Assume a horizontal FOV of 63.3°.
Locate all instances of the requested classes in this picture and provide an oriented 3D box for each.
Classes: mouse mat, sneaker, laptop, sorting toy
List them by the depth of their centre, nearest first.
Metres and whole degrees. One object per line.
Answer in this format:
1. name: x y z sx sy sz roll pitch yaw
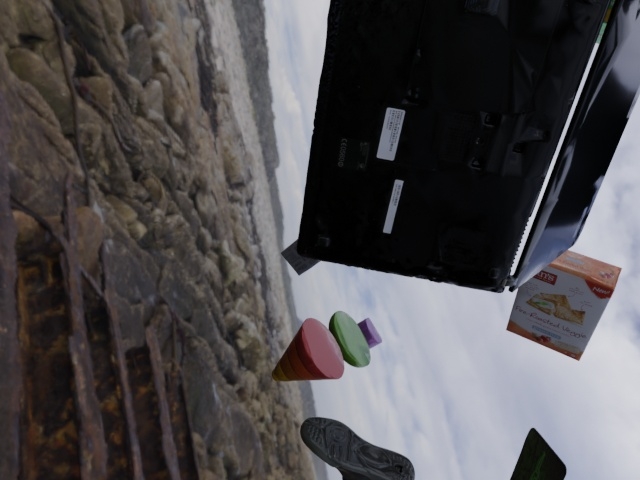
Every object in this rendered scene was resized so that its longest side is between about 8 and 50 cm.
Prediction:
1. laptop: 0.133 -0.093 0.407 0.136 0.264 0.234 -76 175 -63
2. mouse mat: 0.331 0.412 0.832 0.152 0.007 0.190 -52 160 -85
3. sneaker: 0.049 0.421 0.977 0.130 0.227 0.087 -58 -171 36
4. sorting toy: 0.012 0.230 1.069 0.127 0.126 0.365 61 20 14

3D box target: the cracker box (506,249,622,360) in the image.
1. cracker box: 0.473 0.122 1.032 0.155 0.067 0.232 22 -39 27

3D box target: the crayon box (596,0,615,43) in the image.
1. crayon box: 0.460 -0.406 0.815 0.165 0.278 0.081 -64 158 6

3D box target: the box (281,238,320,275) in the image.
1. box: 0.000 0.000 1.172 0.072 0.137 0.126 52 -35 -1
